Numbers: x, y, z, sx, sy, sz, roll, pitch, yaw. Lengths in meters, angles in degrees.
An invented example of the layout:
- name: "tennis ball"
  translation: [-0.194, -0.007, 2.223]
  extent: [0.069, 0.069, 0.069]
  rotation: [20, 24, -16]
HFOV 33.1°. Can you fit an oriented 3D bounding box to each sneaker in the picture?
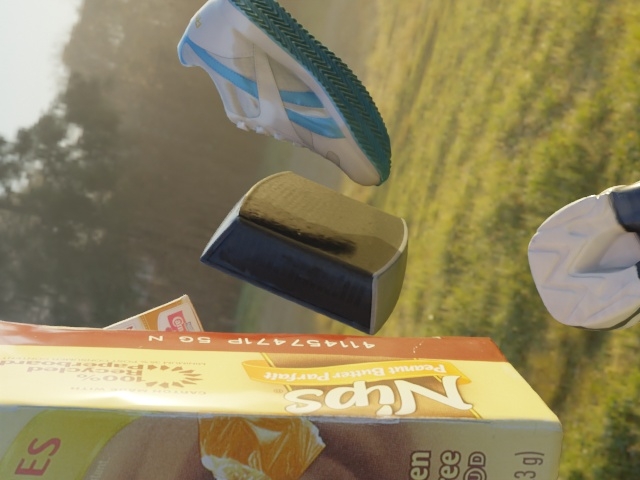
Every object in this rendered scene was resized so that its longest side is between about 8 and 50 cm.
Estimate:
- name: "sneaker"
  translation: [0.250, -0.009, 0.605]
  extent: [0.235, 0.153, 0.094]
  rotation: [-31, 69, 28]
- name: "sneaker"
  translation: [-0.026, -0.130, 0.984]
  extent: [0.092, 0.228, 0.087]
  rotation: [-39, 14, 29]

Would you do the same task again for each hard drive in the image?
- name: "hard drive"
  translation: [0.000, 0.000, 0.977]
  extent: [0.255, 0.171, 0.054]
  rotation: [-53, -14, -74]

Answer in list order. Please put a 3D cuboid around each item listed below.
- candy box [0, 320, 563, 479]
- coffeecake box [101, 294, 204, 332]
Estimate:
- name: "candy box"
  translation: [-0.035, 0.192, 0.367]
  extent: [0.087, 0.182, 0.317]
  rotation: [-113, 27, -76]
- name: "coffeecake box"
  translation: [-0.148, 0.107, 0.590]
  extent: [0.142, 0.185, 0.068]
  rotation: [119, 128, -71]
